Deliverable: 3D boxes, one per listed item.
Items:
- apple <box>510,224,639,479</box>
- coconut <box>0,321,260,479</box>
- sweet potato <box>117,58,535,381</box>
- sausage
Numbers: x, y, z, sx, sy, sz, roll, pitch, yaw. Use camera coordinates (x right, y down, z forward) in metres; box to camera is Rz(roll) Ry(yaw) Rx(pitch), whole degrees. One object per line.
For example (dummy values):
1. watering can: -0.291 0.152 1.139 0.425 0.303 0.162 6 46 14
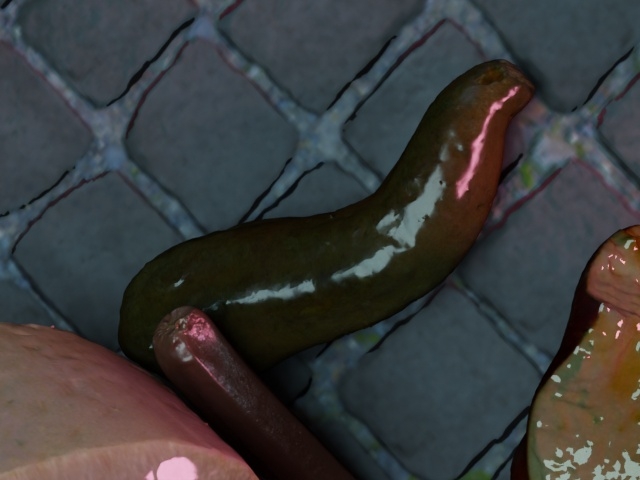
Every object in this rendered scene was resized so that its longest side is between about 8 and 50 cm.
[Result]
1. apple: 0.164 0.078 0.729 0.158 0.147 0.156 21 67 12
2. coconut: -0.125 0.167 0.774 0.244 0.239 0.239 38 110 59
3. sweet potato: 0.004 0.004 0.839 0.233 0.062 0.081 -30 79 18
4. sausage: -0.022 0.087 0.832 0.147 0.035 0.030 49 148 -18
